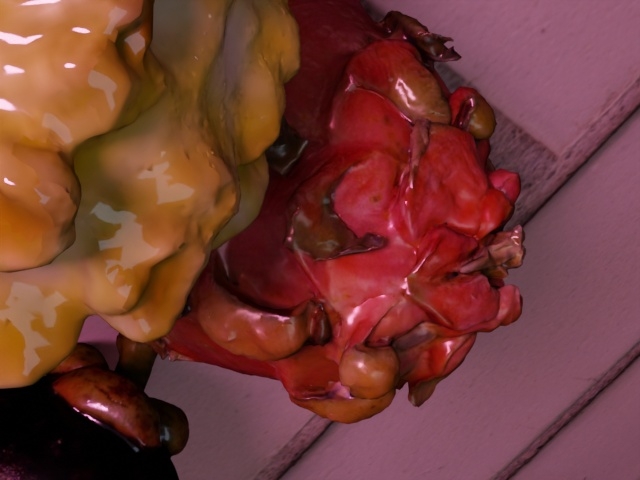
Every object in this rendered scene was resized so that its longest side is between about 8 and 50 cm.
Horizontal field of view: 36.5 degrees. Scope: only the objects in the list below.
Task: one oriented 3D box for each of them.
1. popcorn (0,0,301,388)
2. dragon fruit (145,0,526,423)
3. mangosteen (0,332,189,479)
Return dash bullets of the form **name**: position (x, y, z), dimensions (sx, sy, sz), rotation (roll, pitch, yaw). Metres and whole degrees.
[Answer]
- **popcorn**: position (-0.155, -0.075, 0.458), dimensions (0.312, 0.312, 0.312), rotation (-22, 140, -20)
- **dragon fruit**: position (0.000, 0.000, 0.676), dimensions (0.296, 0.263, 0.314), rotation (-34, 143, -3)
- **mangosteen**: position (-0.196, 0.179, 0.780), dimensions (0.250, 0.211, 0.211), rotation (-57, 149, -24)
